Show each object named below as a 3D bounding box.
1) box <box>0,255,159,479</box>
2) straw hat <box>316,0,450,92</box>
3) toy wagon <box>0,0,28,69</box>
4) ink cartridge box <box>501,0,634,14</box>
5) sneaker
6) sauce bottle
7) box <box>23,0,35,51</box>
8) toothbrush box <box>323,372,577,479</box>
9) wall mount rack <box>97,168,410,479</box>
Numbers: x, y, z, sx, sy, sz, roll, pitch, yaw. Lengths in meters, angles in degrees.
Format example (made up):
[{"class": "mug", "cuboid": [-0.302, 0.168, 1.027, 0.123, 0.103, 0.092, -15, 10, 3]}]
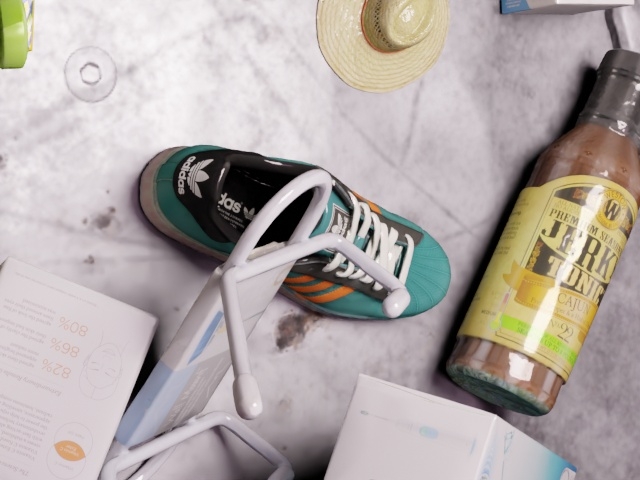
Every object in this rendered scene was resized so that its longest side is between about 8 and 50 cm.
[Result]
[{"class": "box", "cuboid": [-0.220, 0.116, 1.423, 0.130, 0.091, 0.170, 23, 81, -11]}, {"class": "straw hat", "cuboid": [0.071, -0.199, 1.609, 0.144, 0.061, 0.144, -1, 92, -28]}, {"class": "toy wagon", "cuboid": [-0.361, -0.235, 1.327, 0.267, 0.068, 0.344, -4, 73, -18]}, {"class": "ink cartridge box", "cuboid": [0.224, -0.283, 1.673, 0.090, 0.092, 0.143, -4, 92, -28]}, {"class": "sneaker", "cuboid": [0.000, 0.000, 1.541, 0.302, 0.121, 0.108, 19, 83, -28]}, {"class": "sauce bottle", "cuboid": [0.227, -0.013, 1.673, 0.111, 0.111, 0.344, 29, 78, -26]}, {"class": "box", "cuboid": [-0.256, -0.233, 1.430, 0.059, 0.054, 0.169, 2, 90, -29]}, {"class": "toothbrush box", "cuboid": [0.097, 0.251, 1.515, 0.295, 0.126, 0.216, 38, 69, -64]}, {"class": "wall mount rack", "cuboid": [-0.072, 0.123, 1.377, 0.350, 0.130, 0.304, -58, 164, 25]}]
